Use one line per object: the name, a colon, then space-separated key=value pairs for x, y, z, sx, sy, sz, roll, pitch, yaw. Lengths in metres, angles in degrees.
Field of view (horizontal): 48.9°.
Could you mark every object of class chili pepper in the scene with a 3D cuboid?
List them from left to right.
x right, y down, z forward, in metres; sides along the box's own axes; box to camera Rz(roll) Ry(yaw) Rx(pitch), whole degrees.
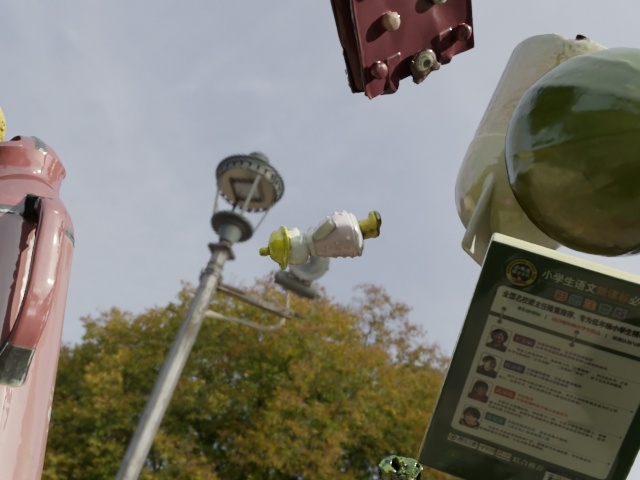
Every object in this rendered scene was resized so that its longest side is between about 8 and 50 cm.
chili pepper: x=0.171 y=0.526 z=1.447 sx=0.085 sy=0.076 sz=0.359 roll=-2 pitch=-36 yaw=8

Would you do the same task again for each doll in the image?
doll: x=0.000 y=0.000 z=1.166 sx=0.207 sy=0.081 sz=0.129 roll=-12 pitch=-26 yaw=-3

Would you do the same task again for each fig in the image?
fig: x=0.416 y=-0.124 z=0.948 sx=0.316 sy=0.316 sz=0.316 roll=9 pitch=-42 yaw=9

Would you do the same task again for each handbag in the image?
handbag: x=0.120 y=-0.322 z=0.984 sx=0.203 sy=0.074 sz=0.216 roll=-29 pitch=-50 yaw=-16

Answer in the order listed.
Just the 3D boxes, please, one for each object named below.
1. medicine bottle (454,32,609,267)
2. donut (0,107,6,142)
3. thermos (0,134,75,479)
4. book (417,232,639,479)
medicine bottle: x=0.370 y=-0.124 z=1.227 sx=0.236 sy=0.406 sz=0.236 roll=25 pitch=-9 yaw=5
donut: x=-0.378 y=-0.108 z=0.685 sx=0.058 sy=0.152 sz=0.152 roll=48 pitch=-39 yaw=17
thermos: x=-0.261 y=0.052 z=0.559 sx=0.109 sy=0.330 sz=0.136 roll=4 pitch=-27 yaw=-13
book: x=0.228 y=0.144 z=0.700 sx=0.202 sy=0.027 sz=0.264 roll=18 pitch=-71 yaw=11
